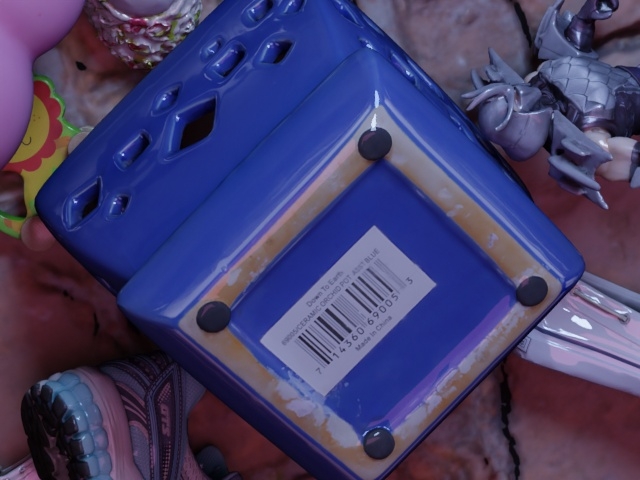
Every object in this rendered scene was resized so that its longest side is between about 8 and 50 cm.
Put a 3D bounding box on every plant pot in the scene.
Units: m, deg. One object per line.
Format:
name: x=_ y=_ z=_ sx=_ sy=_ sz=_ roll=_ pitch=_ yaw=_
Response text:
plant pot: x=0.000 y=0.000 z=1.135 sx=0.236 sy=0.212 sz=0.236 roll=-45 pitch=117 yaw=4

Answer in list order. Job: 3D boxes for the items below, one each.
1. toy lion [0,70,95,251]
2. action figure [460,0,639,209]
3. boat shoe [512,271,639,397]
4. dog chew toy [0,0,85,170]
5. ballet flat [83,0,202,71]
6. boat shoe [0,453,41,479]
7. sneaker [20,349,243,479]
toy lion: x=-0.191 y=-0.056 z=1.204 sx=0.096 sy=0.034 sz=0.100 roll=29 pitch=100 yaw=-7
action figure: x=0.216 y=-0.092 z=1.188 sx=0.285 sy=0.185 sz=0.099 roll=-5 pitch=132 yaw=-23
boat shoe: x=0.242 y=0.072 z=1.271 sx=0.226 sy=0.083 sz=0.076 roll=15 pitch=103 yaw=-11
dog chew toy: x=-0.265 y=-0.087 z=1.104 sx=0.206 sy=0.206 sz=0.332 roll=41 pitch=87 yaw=-16
ballet flat: x=-0.115 y=-0.208 z=1.135 sx=0.091 sy=0.077 sz=0.241 roll=-6 pitch=113 yaw=-4
boat shoe: x=-0.215 y=0.162 z=1.256 sx=0.100 sy=0.035 sz=0.035 roll=-25 pitch=100 yaw=-4
sneaker: x=-0.099 y=0.201 z=1.246 sx=0.122 sy=0.110 sz=0.283 roll=-23 pitch=120 yaw=-26
